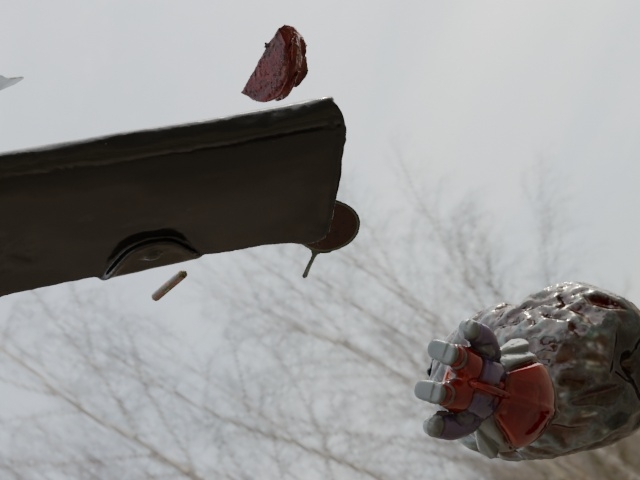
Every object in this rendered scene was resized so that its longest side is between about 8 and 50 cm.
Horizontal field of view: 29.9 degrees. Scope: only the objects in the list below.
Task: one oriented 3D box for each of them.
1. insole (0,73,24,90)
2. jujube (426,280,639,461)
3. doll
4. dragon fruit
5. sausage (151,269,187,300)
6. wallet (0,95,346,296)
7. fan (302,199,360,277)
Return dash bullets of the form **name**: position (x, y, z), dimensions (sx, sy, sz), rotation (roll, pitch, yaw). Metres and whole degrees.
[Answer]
- **insole**: position (-0.405, -0.187, 1.450), dimensions (0.065, 0.004, 0.197), rotation (-25, 6, 9)
- **jujube**: position (0.278, 0.172, 1.522), dimensions (0.226, 0.226, 0.317), rotation (-46, 15, -35)
- **doll**: position (0.144, 0.126, 0.975), dimensions (0.227, 0.075, 0.102), rotation (24, -96, -56)
- **dragon fruit**: position (-0.055, -0.303, 2.106), dimensions (0.106, 0.083, 0.162), rotation (-27, -26, -49)
- **sausage**: position (-0.225, 0.067, 1.780), dimensions (0.100, 0.015, 0.015), rotation (-37, 1, 43)
- **wallet**: position (-0.165, -0.035, 1.127), dimensions (0.378, 0.051, 0.197), rotation (-10, -36, -16)
- **fan**: position (0.000, 0.000, 1.521), dimensions (0.005, 0.085, 0.133), rotation (-99, 27, -49)
